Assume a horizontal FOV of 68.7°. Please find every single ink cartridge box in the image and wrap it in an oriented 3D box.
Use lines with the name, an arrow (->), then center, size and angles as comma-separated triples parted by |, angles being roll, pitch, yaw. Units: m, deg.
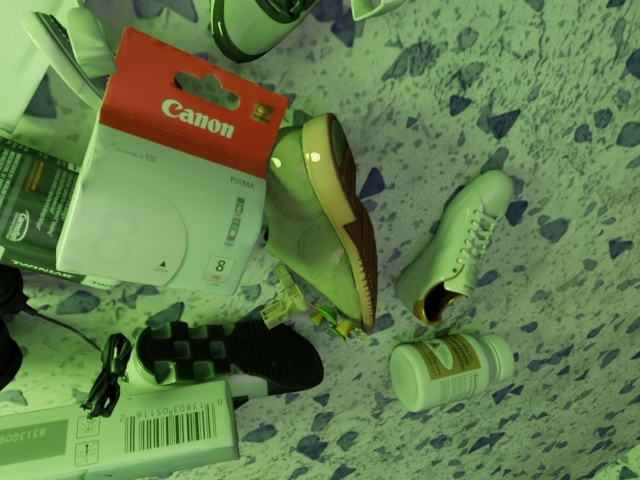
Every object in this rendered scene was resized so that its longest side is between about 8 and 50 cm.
ink cartridge box -> -0.279, 0.332, 0.709 | 0.309, 0.091, 0.384 | -7, 146, -11
ink cartridge box -> -0.140, -0.064, 0.483 | 0.189, 0.066, 0.232 | 15, 108, -35

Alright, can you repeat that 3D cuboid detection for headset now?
headset -> -0.426, 0.116, 0.534 | 0.395, 0.185, 0.243 | 11, 118, -17

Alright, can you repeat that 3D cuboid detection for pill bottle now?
pill bottle -> -0.285, -0.020, 0.534 | 0.246, 0.130, 0.130 | 22, 112, -33
pill bottle -> 0.271, 0.260, 0.959 | 0.230, 0.131, 0.131 | -7, 125, -19

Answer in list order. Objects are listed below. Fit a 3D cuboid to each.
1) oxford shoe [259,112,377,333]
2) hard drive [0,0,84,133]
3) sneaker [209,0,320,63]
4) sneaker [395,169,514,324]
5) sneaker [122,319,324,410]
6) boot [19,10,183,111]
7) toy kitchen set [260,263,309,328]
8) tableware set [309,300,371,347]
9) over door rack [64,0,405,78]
oxford shoe -> 0.000, 0.000, 0.693 | 0.147, 0.140, 0.396 | -8, 130, 14
hard drive -> -0.386, -0.274, 0.372 | 0.353, 0.047, 0.233 | 28, 109, -35
sneaker -> -0.014, -0.296, 0.475 | 0.271, 0.108, 0.100 | -46, 129, 13
sneaker -> 0.251, 0.024, 0.796 | 0.106, 0.123, 0.290 | 19, 112, -30
sneaker -> -0.154, 0.211, 0.773 | 0.331, 0.122, 0.146 | 14, 134, -31
boot -> -0.204, -0.172, 0.478 | 0.086, 0.069, 0.190 | -36, 161, -4
toy kitchen set -> -0.064, 0.100, 0.747 | 0.075, 0.068, 0.083 | -28, 129, -6
tableware set -> 0.017, 0.137, 0.766 | 0.104, 0.154, 0.024 | 39, 76, -6
over door rack -> -0.108, -0.290, 0.364 | 0.240, 0.108, 0.323 | -19, 89, -14
